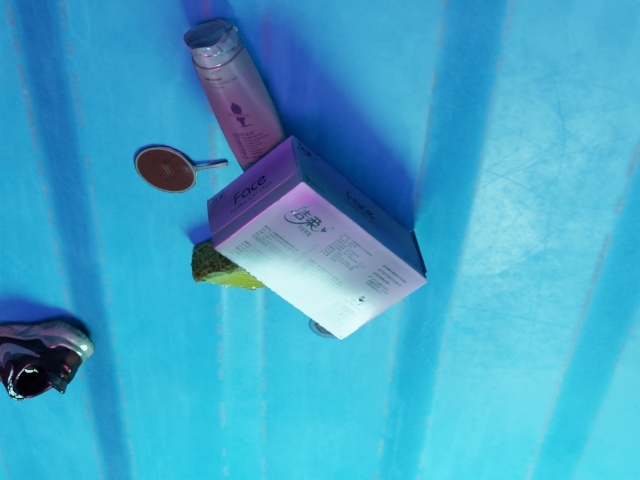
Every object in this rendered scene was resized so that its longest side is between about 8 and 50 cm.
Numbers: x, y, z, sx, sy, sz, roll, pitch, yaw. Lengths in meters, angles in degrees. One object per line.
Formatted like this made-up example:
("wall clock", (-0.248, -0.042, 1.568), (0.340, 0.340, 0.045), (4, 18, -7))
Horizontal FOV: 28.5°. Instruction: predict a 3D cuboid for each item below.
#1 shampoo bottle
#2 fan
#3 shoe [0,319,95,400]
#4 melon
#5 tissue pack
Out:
("shampoo bottle", (-0.094, -0.160, 1.462), (0.072, 0.049, 0.212), (-8, 136, 19))
("fan", (-0.176, -0.091, 1.607), (0.133, 0.005, 0.085), (-3, 137, 23))
("shoe", (-0.458, 0.194, 1.959), (0.227, 0.112, 0.099), (-13, 134, 29))
("melon", (-0.047, 0.034, 1.682), (0.261, 0.053, 0.114), (-7, 144, 26))
("tissue pack", (0.000, 0.000, 1.535), (0.148, 0.092, 0.246), (-35, 130, 21))
